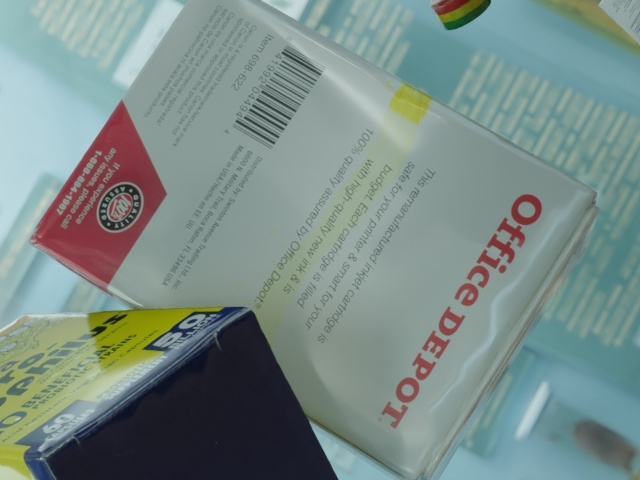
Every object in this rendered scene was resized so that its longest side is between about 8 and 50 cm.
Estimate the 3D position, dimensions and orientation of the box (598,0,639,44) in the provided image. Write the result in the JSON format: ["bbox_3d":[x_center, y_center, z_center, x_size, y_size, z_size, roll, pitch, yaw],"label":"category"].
[{"bbox_3d":[0.357,-0.251,1.542,0.126,0.072,0.137,-63,25,22],"label":"box"}]

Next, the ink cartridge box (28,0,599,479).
[{"bbox_3d":[0.000,0.000,1.322,0.279,0.384,0.160,-56,-14,-8],"label":"ink cartridge box"}]

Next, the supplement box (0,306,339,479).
[{"bbox_3d":[-0.178,0.181,1.211,0.194,0.195,0.356,-36,18,-33],"label":"supplement box"}]

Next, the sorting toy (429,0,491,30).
[{"bbox_3d":[0.212,-0.265,1.257,0.274,0.046,0.132,-39,22,-10],"label":"sorting toy"}]
